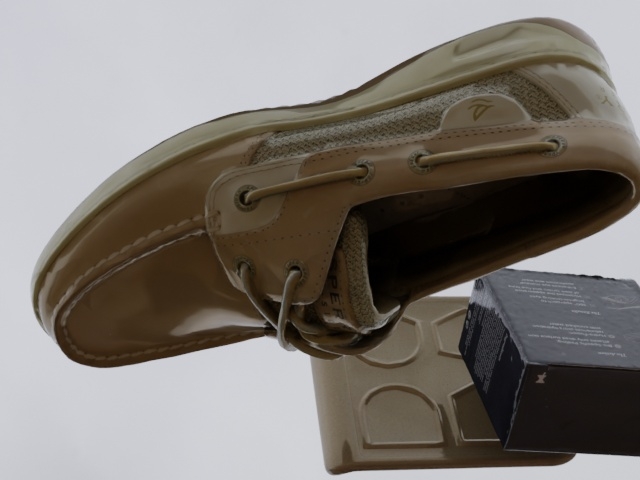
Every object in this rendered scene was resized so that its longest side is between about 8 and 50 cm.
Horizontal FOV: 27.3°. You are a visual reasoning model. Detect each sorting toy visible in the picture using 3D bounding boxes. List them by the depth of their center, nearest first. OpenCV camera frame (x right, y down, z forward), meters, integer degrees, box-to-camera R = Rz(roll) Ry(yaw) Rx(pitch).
[{"bbox_3d":[0.103,0.102,1.269,0.229,0.307,0.041,-3,-48,-5],"label":"sorting toy"}]

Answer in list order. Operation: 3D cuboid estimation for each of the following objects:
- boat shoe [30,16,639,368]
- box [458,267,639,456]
[{"bbox_3d":[0.000,0.000,0.611,0.302,0.098,0.109,-21,-43,11],"label":"boat shoe"},{"bbox_3d":[0.219,0.104,1.142,0.156,0.158,0.093,5,-63,-13],"label":"box"}]
